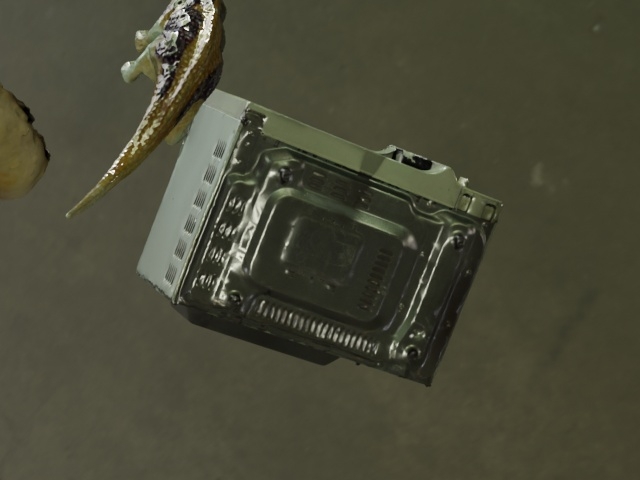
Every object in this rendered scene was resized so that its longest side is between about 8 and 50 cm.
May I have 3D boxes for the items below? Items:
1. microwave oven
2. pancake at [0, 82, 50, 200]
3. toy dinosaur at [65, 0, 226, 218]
[{"bbox_3d":[0.000,0.000,1.964,0.355,0.218,0.286,21,92,-22],"label":"microwave oven"},{"bbox_3d":[-0.336,-0.134,1.026,0.387,0.387,0.082,33,78,-7],"label":"pancake"},{"bbox_3d":[-0.059,-0.071,0.656,0.037,0.058,0.180,24,65,-12],"label":"toy dinosaur"}]
